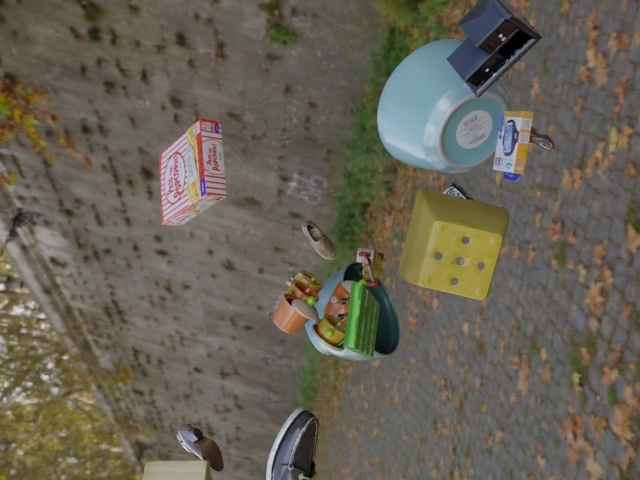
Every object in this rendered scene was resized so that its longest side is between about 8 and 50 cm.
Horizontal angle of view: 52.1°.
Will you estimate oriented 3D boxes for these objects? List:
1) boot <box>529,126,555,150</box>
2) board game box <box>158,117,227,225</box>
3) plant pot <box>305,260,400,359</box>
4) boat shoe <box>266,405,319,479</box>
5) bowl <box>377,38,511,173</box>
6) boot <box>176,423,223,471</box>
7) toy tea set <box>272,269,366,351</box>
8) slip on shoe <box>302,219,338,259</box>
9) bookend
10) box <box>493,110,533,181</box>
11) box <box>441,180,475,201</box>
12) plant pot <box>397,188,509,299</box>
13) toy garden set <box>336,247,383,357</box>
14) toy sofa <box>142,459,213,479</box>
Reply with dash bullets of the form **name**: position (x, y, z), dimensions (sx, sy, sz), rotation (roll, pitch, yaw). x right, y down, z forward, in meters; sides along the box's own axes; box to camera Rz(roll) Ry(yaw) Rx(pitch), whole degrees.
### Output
- **boot**: position (0.532, -0.251, 1.696), dimensions (0.106, 0.114, 0.037), rotation (46, 145, 38)
- **board game box**: position (-0.244, -0.124, 1.235), dimensions (0.193, 0.045, 0.146), rotation (-25, 67, 50)
- **plant pot**: position (0.078, 0.235, 1.964), dimensions (0.196, 0.293, 0.293), rotation (-27, 43, 29)
- **boat shoe**: position (-0.039, 0.357, 0.947), dimensions (0.081, 0.069, 0.227), rotation (13, -85, -55)
- **bowl**: position (0.299, -0.274, 1.466), dimensions (0.163, 0.312, 0.311), rotation (-124, 35, -51)
- **boot**: position (-0.256, 0.436, 1.377), dimensions (0.087, 0.042, 0.118), rotation (-32, 89, 51)
- **toy tea set**: position (0.014, 0.131, 1.456), dimensions (0.124, 0.200, 0.336), rotation (-55, -1, 14)
- **slip on shoe**: position (0.000, 0.000, 1.829), dimensions (0.135, 0.051, 0.041), rotation (53, 174, -9)
- **bookend**: position (0.292, -0.349, 1.176), dimensions (0.156, 0.157, 0.072), rotation (-43, 66, 28)
- **box**: position (0.377, -0.187, 1.291), dimensions (0.081, 0.028, 0.136), rotation (-142, 59, -72)
- **box**: position (0.427, -0.105, 2.008), dimensions (0.027, 0.137, 0.094), rotation (-45, -1, -42)
- **plant pot**: position (0.294, 0.023, 1.426), dimensions (0.187, 0.212, 0.212), rotation (-59, -18, -77)
- **toy garden set**: position (0.070, 0.102, 1.192), dimensions (0.244, 0.049, 0.203), rotation (51, -134, -72)
- **toy sofa**: position (-0.215, 0.574, 1.356), dimensions (0.362, 0.150, 0.177), rotation (46, -138, -53)
